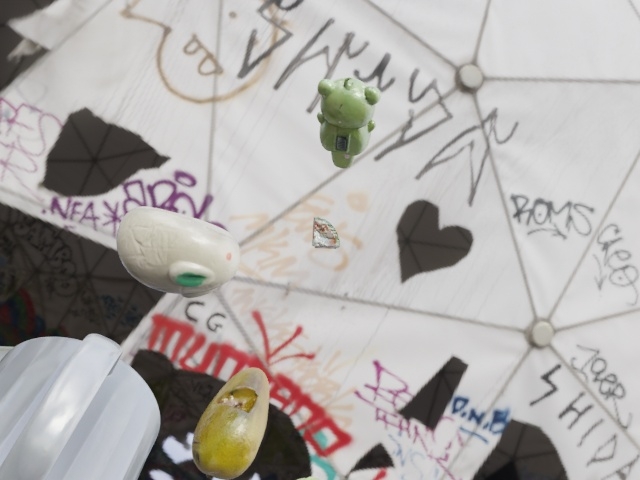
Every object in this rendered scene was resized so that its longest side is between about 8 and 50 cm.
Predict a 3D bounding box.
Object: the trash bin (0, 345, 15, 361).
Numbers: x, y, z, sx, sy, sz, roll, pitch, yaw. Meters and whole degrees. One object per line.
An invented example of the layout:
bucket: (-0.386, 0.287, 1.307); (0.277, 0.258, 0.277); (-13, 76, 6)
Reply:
trash bin: (-0.746, 0.341, 1.494); (0.250, 0.219, 0.220); (4, -43, -20)

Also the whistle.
whistle: (0.045, -0.200, 1.163); (0.105, 0.085, 0.227); (10, -29, 5)

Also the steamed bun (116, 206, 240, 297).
steamed bun: (-0.262, 0.029, 1.223); (0.228, 0.130, 0.177); (15, -18, 2)

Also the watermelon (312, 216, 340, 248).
watermelon: (0.000, 0.000, 1.391); (0.085, 0.061, 0.085); (27, -48, 36)

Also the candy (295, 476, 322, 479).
candy: (0.066, 0.513, 1.187); (0.335, 0.093, 0.092); (13, -71, 40)

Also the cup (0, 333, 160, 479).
cup: (-0.330, 0.273, 0.756); (0.237, 0.327, 0.323); (30, -60, -8)

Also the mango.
mango: (-0.179, 0.376, 1.410); (0.130, 0.262, 0.167); (34, -60, -11)
